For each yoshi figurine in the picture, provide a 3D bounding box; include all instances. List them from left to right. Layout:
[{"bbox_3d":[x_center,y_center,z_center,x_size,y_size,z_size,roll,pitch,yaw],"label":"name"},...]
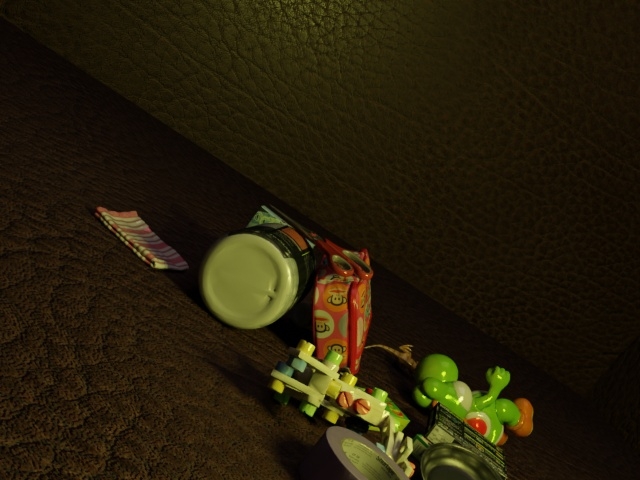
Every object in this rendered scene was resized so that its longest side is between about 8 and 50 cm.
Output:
[{"bbox_3d":[0.372,0.394,2.302,0.362,0.203,0.203,28,-3,-33],"label":"yoshi figurine"}]

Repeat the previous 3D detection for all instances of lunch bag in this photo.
[{"bbox_3d":[0.049,0.172,2.039,0.120,0.258,0.293,3,22,8],"label":"lunch bag"}]

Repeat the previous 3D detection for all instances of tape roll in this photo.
[{"bbox_3d":[0.062,0.394,1.458,0.189,0.080,0.189,37,9,-7],"label":"tape roll"}]

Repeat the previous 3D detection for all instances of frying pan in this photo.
[{"bbox_3d":[0.337,0.498,1.782,0.326,0.053,0.197,16,33,-20],"label":"frying pan"}]

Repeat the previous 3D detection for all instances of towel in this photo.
[{"bbox_3d":[-0.379,-0.003,1.919,0.197,0.029,0.144,40,11,17],"label":"towel"}]

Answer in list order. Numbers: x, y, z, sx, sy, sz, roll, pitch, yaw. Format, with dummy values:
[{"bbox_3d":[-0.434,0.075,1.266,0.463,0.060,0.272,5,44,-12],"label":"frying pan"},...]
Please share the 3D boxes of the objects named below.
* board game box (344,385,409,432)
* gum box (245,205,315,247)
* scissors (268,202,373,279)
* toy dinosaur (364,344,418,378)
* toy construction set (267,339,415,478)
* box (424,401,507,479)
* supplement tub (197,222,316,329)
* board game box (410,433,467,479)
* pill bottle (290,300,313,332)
[{"bbox_3d":[0.104,0.356,1.894,0.092,0.043,0.181,45,13,37],"label":"board game box"},{"bbox_3d":[-0.130,0.036,2.154,0.157,0.184,0.041,39,10,7],"label":"gum box"},{"bbox_3d":[0.000,0.000,1.996,0.109,0.021,0.297,-2,34,-43],"label":"scissors"},{"bbox_3d":[0.222,0.318,2.438,0.211,0.064,0.112,37,11,0],"label":"toy dinosaur"},{"bbox_3d":[0.047,0.301,1.634,0.328,0.151,0.215,44,-16,-6],"label":"toy construction set"},{"bbox_3d":[0.319,0.446,1.965,0.191,0.045,0.184,37,7,4],"label":"box"},{"bbox_3d":[-0.125,0.068,1.957,0.207,0.207,0.338,38,9,6],"label":"supplement tub"},{"bbox_3d":[0.344,0.533,1.904,0.317,0.046,0.213,42,10,28],"label":"board game box"},{"bbox_3d":[-0.014,0.192,2.187,0.116,0.065,0.065,27,14,-49],"label":"pill bottle"}]
